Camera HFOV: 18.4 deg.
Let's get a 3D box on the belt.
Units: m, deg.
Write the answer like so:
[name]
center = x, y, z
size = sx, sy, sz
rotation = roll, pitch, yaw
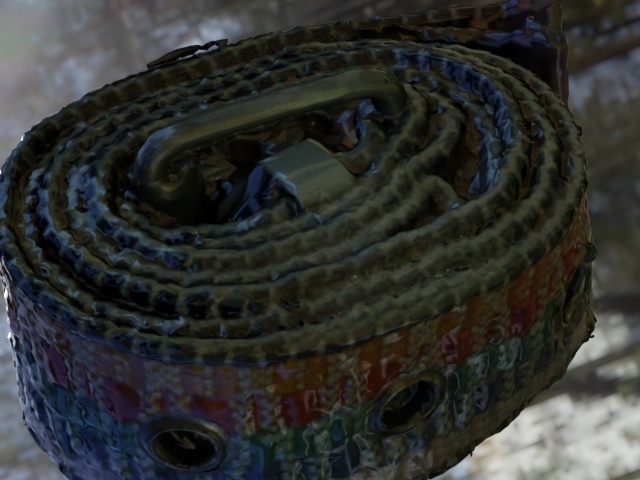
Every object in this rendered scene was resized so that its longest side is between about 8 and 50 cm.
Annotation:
[belt]
center = 0.000, 0.000, 0.896
size = 0.207, 0.295, 0.160
rotation = -115, 15, -46
